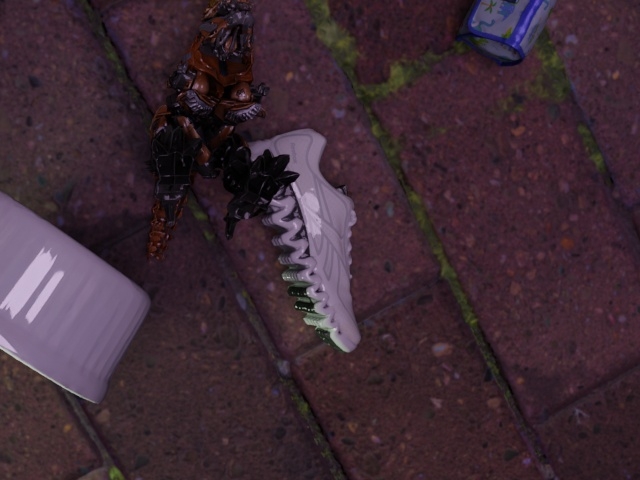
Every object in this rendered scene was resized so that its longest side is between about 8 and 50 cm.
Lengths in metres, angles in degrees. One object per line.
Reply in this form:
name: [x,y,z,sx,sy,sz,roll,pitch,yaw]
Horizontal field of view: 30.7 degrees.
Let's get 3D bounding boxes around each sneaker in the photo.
sneaker: [0.000,0.000,1.443,0.118,0.110,0.292,-24,101,-16]

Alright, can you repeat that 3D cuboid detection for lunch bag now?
lunch bag: [0.241,-0.288,1.424,0.096,0.151,0.129,27,92,-13]

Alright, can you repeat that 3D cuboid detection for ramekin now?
ramekin: [-0.323,0.050,1.303,0.277,0.277,0.135,36,81,-13]

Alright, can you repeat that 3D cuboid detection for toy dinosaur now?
toy dinosaur: [-0.133,-0.118,1.363,0.164,0.218,0.322,-8,125,-15]
